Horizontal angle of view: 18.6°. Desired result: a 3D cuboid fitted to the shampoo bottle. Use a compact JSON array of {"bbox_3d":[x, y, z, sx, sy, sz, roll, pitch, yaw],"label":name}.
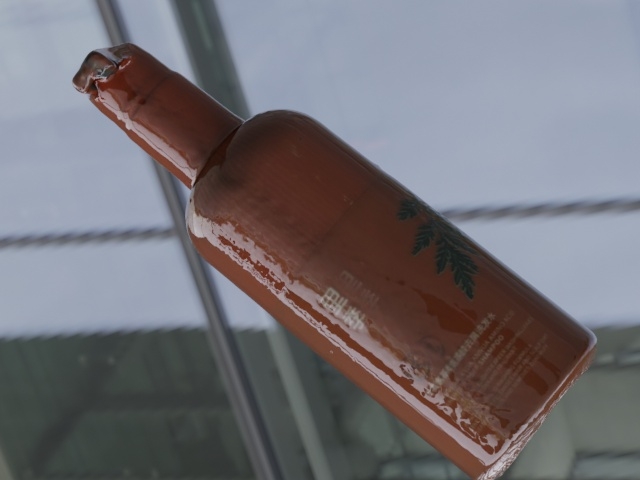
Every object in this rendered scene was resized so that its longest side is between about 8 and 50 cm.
[{"bbox_3d":[0.001,0.000,0.831,0.244,0.085,0.085,38,-134,6],"label":"shampoo bottle"}]
